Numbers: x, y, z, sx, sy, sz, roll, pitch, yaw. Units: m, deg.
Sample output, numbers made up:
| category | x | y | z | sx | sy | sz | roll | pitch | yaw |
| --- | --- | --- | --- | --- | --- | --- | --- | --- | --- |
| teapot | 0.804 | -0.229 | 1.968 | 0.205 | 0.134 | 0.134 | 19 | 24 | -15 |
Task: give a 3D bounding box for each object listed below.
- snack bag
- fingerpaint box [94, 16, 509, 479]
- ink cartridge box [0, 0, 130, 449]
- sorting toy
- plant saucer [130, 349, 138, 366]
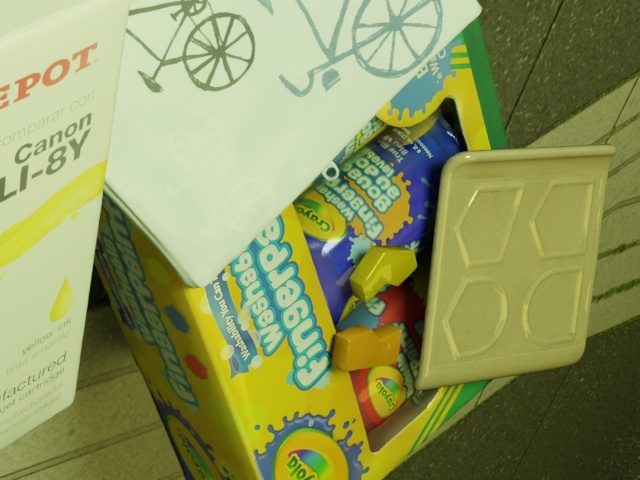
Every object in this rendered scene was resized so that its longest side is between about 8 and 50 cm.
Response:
| category | x | y | z | sx | sy | sz | roll | pitch | yaw |
| --- | --- | --- | --- | --- | --- | --- | --- | --- | --- |
| snack bag | -0.058 | -0.157 | 1.306 | 0.342 | 0.037 | 0.323 | -47 | 135 | -6 |
| fingerpaint box | 0.000 | 0.000 | 1.584 | 0.371 | 0.163 | 0.444 | -38 | 131 | -26 |
| ink cartridge box | -0.281 | -0.003 | 1.055 | 0.279 | 0.160 | 0.384 | -31 | 150 | -37 |
| sorting toy | 0.138 | 0.024 | 1.589 | 0.307 | 0.041 | 0.229 | -5 | 111 | -39 |
| plant saucer | -0.087 | 0.003 | 1.767 | 0.310 | 0.050 | 0.310 | -40 | 155 | -23 |
